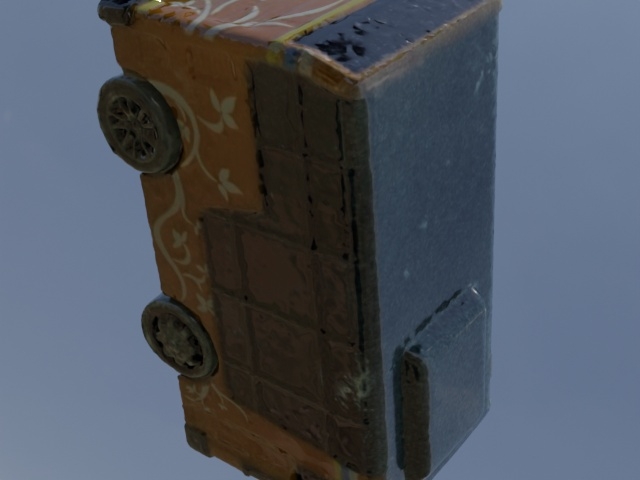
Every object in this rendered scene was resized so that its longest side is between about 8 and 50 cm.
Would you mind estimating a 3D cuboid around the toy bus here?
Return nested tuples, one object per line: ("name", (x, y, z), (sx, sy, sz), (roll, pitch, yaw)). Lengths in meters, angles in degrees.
("toy bus", (0.000, 0.000, 0.600), (0.194, 0.162, 0.323), (19, -51, 33))
